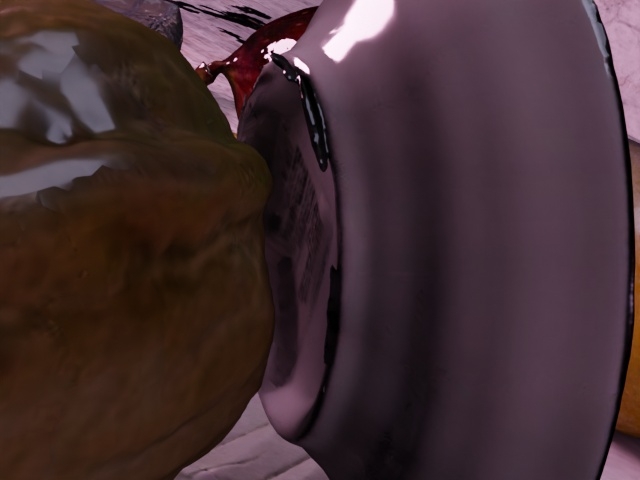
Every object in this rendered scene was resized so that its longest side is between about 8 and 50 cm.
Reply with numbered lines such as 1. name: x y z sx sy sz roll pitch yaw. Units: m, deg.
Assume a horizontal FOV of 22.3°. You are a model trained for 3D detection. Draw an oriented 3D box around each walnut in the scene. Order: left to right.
1. walnut: -0.150 0.016 0.651 0.283 0.227 0.283 -15 1 0

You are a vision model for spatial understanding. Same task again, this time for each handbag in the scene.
1. handbag: -0.273 -0.243 1.827 0.270 0.089 0.175 23 21 7

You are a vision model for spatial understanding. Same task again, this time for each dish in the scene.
1. dish: 0.024 0.003 0.723 0.106 0.316 0.316 -3 21 -17

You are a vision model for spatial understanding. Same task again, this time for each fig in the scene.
1. fig: -0.018 -0.147 1.539 0.249 0.204 0.186 24 54 -5

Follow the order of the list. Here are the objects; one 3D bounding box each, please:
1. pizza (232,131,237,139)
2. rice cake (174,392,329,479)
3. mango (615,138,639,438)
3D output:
1. pizza: -0.119 -0.068 1.399 0.292 0.058 0.197 17 11 -15
2. rice cake: 0.004 0.131 0.845 0.189 0.037 0.198 24 14 12
3. mango: 0.248 0.042 1.232 0.384 0.199 0.221 32 17 33
